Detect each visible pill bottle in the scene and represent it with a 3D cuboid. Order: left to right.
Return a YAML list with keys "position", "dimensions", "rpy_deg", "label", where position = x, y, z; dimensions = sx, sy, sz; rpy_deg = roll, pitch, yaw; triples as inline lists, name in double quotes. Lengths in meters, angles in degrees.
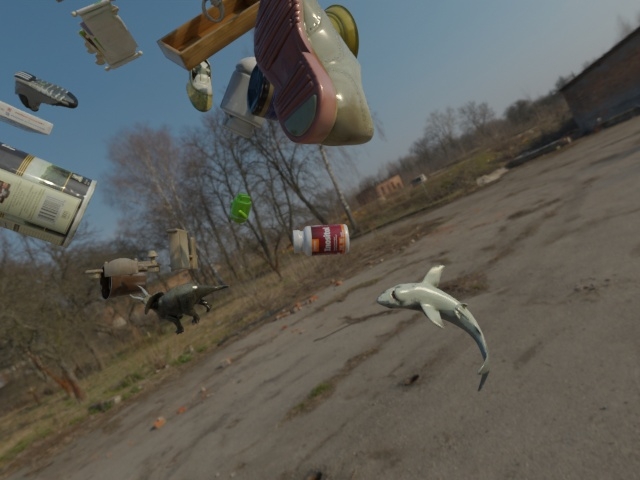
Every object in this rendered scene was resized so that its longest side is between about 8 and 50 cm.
- position: [-0.055, -0.337, 0.970]
  dimensions: [0.219, 0.122, 0.123]
  rpy_deg: [6, -15, -28]
  label: "pill bottle"
- position: [0.000, 0.000, 1.135]
  dimensions: [0.152, 0.086, 0.086]
  rpy_deg: [-4, -1, -6]
  label: "pill bottle"

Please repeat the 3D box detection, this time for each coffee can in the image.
- position: [-0.754, -0.119, 1.030]
  dimensions: [0.275, 0.201, 0.202]
  rpy_deg: [25, -31, -31]
  label: "coffee can"

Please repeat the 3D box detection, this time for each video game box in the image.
- position: [-1.030, -0.414, 1.344]
  dimensions: [0.205, 0.048, 0.187]
  rpy_deg: [15, -8, 37]
  label: "video game box"

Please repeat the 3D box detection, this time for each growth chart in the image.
- position: [-0.721, -0.689, 1.372]
  dimensions: [0.172, 0.021, 0.237]
  rpy_deg: [-20, -26, -6]
  label: "growth chart"

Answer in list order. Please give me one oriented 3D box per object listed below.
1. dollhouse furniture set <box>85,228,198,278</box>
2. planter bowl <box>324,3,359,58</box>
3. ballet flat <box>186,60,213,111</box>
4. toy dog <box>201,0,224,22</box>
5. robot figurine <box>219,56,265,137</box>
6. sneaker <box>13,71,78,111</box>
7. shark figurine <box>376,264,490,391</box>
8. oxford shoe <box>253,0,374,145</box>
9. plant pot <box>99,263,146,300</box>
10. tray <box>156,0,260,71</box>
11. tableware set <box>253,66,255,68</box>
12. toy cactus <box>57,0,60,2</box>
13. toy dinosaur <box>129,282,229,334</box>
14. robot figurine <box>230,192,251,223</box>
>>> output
- position: [-0.756, 0.059, 1.752]
  dimensions: [0.356, 0.173, 0.303]
  rpy_deg: [-6, -4, 2]
  label: "dollhouse furniture set"
- position: [0.014, -0.619, 1.275]
  dimensions: [0.090, 0.217, 0.217]
  rpy_deg: [-21, -2, -33]
  label: "planter bowl"
- position: [-0.549, -0.734, 1.860]
  dimensions: [0.123, 0.348, 0.123]
  rpy_deg: [-10, -37, -8]
  label: "ballet flat"
- position: [-0.405, -0.976, 1.437]
  dimensions: [0.220, 0.334, 0.161]
  rpy_deg: [-31, 31, 29]
  label: "toy dog"
- position: [-0.303, -0.630, 1.748]
  dimensions: [0.200, 0.353, 0.300]
  rpy_deg: [17, 12, -38]
  label: "robot figurine"
- position: [-1.091, -0.557, 1.608]
  dimensions: [0.132, 0.229, 0.086]
  rpy_deg: [-53, 20, 32]
  label: "sneaker"
- position: [0.269, 0.174, 0.879]
  dimensions: [0.166, 0.278, 0.116]
  rpy_deg: [-44, -16, -29]
  label: "shark figurine"
- position: [-0.018, -0.322, 0.715]
  dimensions: [0.147, 0.396, 0.140]
  rpy_deg: [3, -26, -37]
  label: "oxford shoe"
- position: [-0.921, 0.191, 1.899]
  dimensions: [0.165, 0.166, 0.167]
  rpy_deg: [1, -19, -44]
  label: "plant pot"
- position: [-0.393, -0.804, 1.530]
  dimensions: [0.411, 0.203, 0.076]
  rpy_deg: [-41, -37, -14]
  label: "tray"
- position: [-0.139, -0.578, 1.372]
  dimensions: [0.039, 0.128, 0.194]
  rpy_deg: [14, 58, 47]
  label: "tableware set"
- position: [-0.788, -0.766, 1.127]
  dimensions: [0.219, 0.180, 0.112]
  rpy_deg: [-33, 32, 0]
  label: "toy cactus"
- position: [-0.461, 0.207, 1.343]
  dimensions: [0.314, 0.160, 0.121]
  rpy_deg: [-17, 37, 9]
  label: "toy dinosaur"
- position: [-0.294, -0.114, 1.493]
  dimensions: [0.067, 0.115, 0.101]
  rpy_deg: [4, 24, -37]
  label: "robot figurine"
